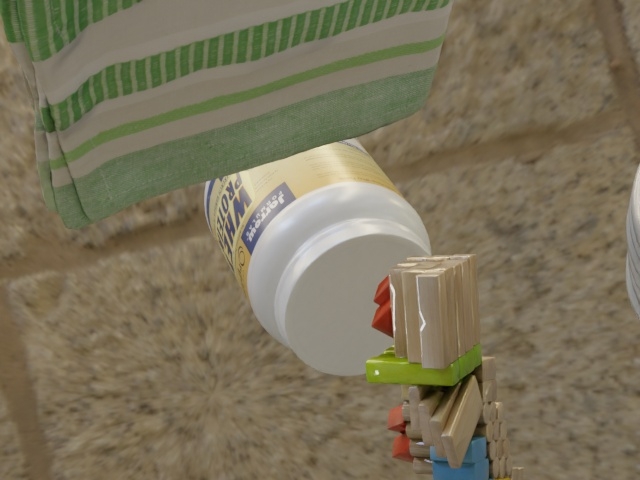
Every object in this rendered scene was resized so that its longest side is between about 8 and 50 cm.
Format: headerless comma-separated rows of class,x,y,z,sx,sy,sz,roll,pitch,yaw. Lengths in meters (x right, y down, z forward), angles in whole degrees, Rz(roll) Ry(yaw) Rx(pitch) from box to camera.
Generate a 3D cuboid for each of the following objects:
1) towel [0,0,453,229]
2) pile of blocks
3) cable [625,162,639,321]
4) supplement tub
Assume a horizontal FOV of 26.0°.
towel,-0.036,-0.110,0.702,0.248,0.325,0.038,-18,70,-11
pile of blocks,0.102,0.171,1.307,0.112,0.149,0.362,-1,122,26
cable,0.267,-0.014,0.642,0.257,0.257,0.089,-26,124,-3
supplement tub,0.000,0.000,1.702,0.228,0.316,0.228,-10,122,-16
